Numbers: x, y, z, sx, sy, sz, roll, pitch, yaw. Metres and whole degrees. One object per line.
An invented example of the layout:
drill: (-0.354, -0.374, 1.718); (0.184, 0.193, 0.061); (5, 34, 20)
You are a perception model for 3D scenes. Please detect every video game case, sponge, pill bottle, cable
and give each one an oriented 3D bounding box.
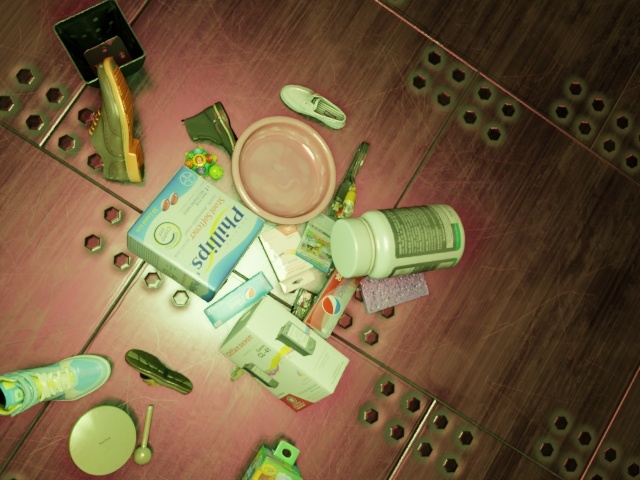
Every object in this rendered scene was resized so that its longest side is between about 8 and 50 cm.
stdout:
video game case: (0.000, 0.000, 1.789); (0.119, 0.015, 0.166); (32, 62, -21)
sponge: (0.231, 0.145, 1.848); (0.210, 0.031, 0.117); (-17, 89, -10)
pill bottle: (0.227, 0.004, 1.734); (0.361, 0.204, 0.204); (-6, 87, -24)
cable: (0.101, -0.171, 1.821); (0.072, 0.139, 0.287); (27, 62, -2)

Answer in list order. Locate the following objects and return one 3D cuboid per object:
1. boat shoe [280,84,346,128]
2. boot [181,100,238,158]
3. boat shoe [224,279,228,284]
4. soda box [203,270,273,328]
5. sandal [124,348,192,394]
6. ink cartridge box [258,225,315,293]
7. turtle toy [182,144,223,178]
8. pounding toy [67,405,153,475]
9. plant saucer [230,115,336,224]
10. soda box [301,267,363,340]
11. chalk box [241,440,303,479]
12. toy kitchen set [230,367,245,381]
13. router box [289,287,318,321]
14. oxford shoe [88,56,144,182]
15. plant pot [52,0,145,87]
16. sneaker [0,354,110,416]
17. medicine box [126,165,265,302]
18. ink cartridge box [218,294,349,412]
boat shoe: (-0.016, -0.429, 1.824); (0.226, 0.076, 0.083); (24, 83, -7)
boot: (-0.326, -0.306, 1.780); (0.137, 0.077, 0.198); (-22, 88, 3)
boat shoe: (-0.342, 0.083, 1.754); (0.152, 0.056, 0.049); (47, 68, -5)
soda box: (-0.245, 0.176, 1.750); (0.210, 0.071, 0.067); (-34, 93, -10)
sandal: (-0.478, 0.395, 1.704); (0.219, 0.090, 0.060); (33, 104, -13)
ink cartridge box: (-0.098, 0.052, 1.783); (0.115, 0.067, 0.198); (-25, 91, -11)
turtle toy: (-0.352, -0.230, 1.762); (0.130, 0.066, 0.095); (32, 82, -6)
pounding toy: (-0.609, 0.565, 1.666); (0.237, 0.110, 0.183); (8, 72, -37)
plant saucer: (-0.115, -0.205, 1.759); (0.332, 0.084, 0.332); (5, 79, -25)
soda box: (0.034, 0.177, 1.732); (0.083, 0.092, 0.263); (35, 55, -3)
chalk box: (-0.141, 0.695, 1.701); (0.132, 0.132, 0.213); (33, 82, -6)
toy kitchen set: (-0.261, 0.371, 1.740); (0.075, 0.083, 0.068); (47, 122, -3)
router box: (-0.035, 0.252, 1.791); (0.133, 0.046, 0.179); (24, 83, -7)
oxford shoe: (-0.591, -0.325, 1.633); (0.133, 0.130, 0.363); (-4, 120, -5)
plant pot: (-0.623, -0.546, 1.690); (0.188, 0.167, 0.187); (-30, 91, -11)
sneaker: (-0.748, 0.399, 1.586); (0.319, 0.208, 0.127); (-14, 87, -10)
medicine box: (-0.355, -0.016, 1.671); (0.289, 0.149, 0.263); (34, 65, -3)
ink cartridge box: (-0.108, 0.330, 1.669); (0.306, 0.226, 0.131); (38, 49, -7)
